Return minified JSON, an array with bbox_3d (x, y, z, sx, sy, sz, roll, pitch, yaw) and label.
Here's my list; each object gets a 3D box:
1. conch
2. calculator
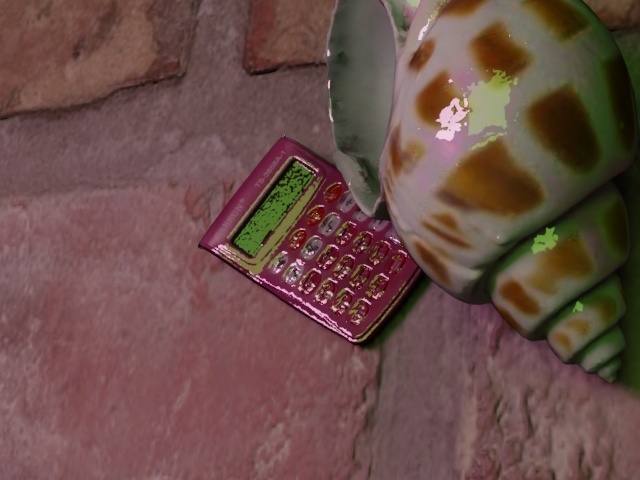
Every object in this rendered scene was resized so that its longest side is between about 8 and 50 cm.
[{"bbox_3d":[0.125,-0.072,1.007,0.249,0.197,0.367,-34,49,48],"label":"conch"},{"bbox_3d":[0.000,0.000,1.112,0.190,0.034,0.126,32,76,28],"label":"calculator"}]
